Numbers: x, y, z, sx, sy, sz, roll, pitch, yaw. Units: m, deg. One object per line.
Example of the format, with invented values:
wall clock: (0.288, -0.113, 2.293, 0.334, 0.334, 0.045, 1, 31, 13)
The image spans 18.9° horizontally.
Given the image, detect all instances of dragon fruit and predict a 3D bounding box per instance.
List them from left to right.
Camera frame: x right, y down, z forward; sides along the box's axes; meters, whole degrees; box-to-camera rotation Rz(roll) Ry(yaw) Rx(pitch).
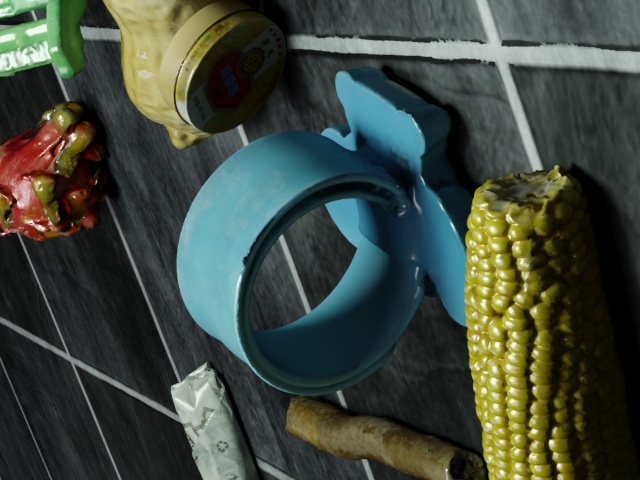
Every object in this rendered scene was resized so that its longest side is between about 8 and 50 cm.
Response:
dragon fruit: (-0.294, -0.073, 2.095, 0.150, 0.133, 0.207, 34, 137, 5)

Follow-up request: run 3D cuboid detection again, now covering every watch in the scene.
watch: (0.000, 0.000, 1.340, 0.211, 0.193, 0.211, 49, 156, 31)

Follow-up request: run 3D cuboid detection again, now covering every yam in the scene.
yam: (0.048, 0.175, 1.654, 0.045, 0.045, 0.327, 39, 168, -21)

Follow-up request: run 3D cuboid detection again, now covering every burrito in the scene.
burrito: (-0.107, 0.233, 2.083, 0.064, 0.064, 0.203, 18, 130, 63)

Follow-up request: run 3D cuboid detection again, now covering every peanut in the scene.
peanut: (-0.114, -0.171, 1.538, 0.101, 0.117, 0.263, 31, 148, 30)

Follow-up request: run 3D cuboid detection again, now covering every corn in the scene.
corn: (0.148, 0.101, 1.234, 0.101, 0.101, 0.310, 35, 145, 53)

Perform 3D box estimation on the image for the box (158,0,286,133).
box: (-0.076, -0.135, 1.491, 0.037, 0.105, 0.105, 39, 150, 31)

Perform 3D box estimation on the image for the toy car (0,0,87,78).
toy car: (-0.283, -0.312, 1.575, 0.213, 0.176, 0.358, -8, 112, 26)
